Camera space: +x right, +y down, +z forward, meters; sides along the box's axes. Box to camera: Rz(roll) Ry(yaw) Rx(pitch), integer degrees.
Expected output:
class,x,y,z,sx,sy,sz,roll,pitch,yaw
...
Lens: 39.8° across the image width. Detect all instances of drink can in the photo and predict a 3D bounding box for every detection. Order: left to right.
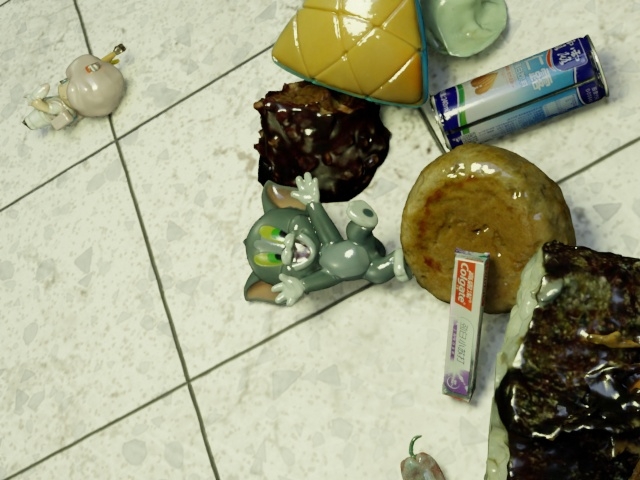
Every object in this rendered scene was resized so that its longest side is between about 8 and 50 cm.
class,x,y,z,sx,sy,sz,roll,pitch,yaw
drink can,0.280,-0.205,1.257,0.235,0.097,0.097,-20,61,16

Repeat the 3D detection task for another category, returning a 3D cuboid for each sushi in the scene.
class,x,y,z,sx,sy,sz,roll,pitch,yaw
sushi,0.290,0.174,0.974,0.207,0.234,0.349,12,96,9

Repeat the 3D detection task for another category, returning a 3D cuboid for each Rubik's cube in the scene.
class,x,y,z,sx,sy,sz,roll,pitch,yaw
Rubik's cube,0.044,-0.303,1.345,0.254,0.254,0.254,-10,64,20

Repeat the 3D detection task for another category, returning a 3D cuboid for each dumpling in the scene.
class,x,y,z,sx,sy,sz,roll,pitch,yaw
dumpling,0.203,-0.373,1.359,0.152,0.108,0.219,-29,61,11

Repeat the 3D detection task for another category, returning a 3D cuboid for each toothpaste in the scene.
class,x,y,z,sx,sy,sz,roll,pitch,yaw
toothpaste,0.182,0.108,1.124,0.047,0.040,0.196,10,113,20

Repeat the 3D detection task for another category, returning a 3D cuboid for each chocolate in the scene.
class,x,y,z,sx,sy,sz,roll,pitch,yaw
chocolate,-0.023,-0.185,1.338,0.224,0.177,0.206,-2,67,22

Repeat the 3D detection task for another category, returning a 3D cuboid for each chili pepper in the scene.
class,x,y,z,sx,sy,sz,roll,pitch,yaw
chili pepper,0.138,0.324,1.117,0.050,0.041,0.153,-30,74,33

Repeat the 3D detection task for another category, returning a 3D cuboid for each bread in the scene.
class,x,y,z,sx,sy,sz,roll,pitch,yaw
bread,0.216,-0.015,1.152,0.230,0.123,0.230,8,113,19

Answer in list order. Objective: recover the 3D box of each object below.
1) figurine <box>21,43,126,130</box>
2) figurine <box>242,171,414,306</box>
class,x,y,z,sx,sy,sz,roll,pitch,yaw
figurine,-0.436,-0.264,1.597,0.229,0.137,0.112,-29,91,15
figurine,0.005,0.000,1.268,0.265,0.140,0.193,0,91,11
